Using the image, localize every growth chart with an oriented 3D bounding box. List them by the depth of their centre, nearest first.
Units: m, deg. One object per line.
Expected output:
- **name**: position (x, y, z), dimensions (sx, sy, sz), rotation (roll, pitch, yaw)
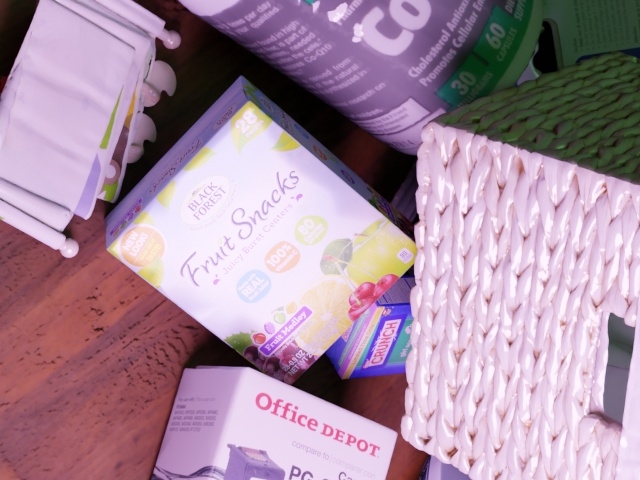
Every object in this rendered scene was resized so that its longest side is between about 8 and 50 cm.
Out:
- **growth chart**: position (-0.202, -0.106, 1.441), dimensions (0.172, 0.021, 0.237), rotation (40, 64, -42)

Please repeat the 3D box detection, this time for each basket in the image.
- **basket**: position (0.261, 0.039, 1.483), dimensions (0.331, 0.266, 0.328), rotation (-25, 125, -47)

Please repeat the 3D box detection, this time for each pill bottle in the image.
- **pill bottle**: position (-0.001, -0.242, 1.502), dimensions (0.361, 0.204, 0.204), rotation (32, 68, -28)

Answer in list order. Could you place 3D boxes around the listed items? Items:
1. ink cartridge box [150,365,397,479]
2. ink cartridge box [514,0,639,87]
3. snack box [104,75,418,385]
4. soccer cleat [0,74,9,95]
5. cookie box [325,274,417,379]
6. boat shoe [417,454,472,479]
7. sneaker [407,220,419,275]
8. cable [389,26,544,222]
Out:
- **ink cartridge box**: position (-0.054, 0.241, 1.477), dimensions (0.172, 0.100, 0.237), rotation (26, 71, -31)
- **ink cartridge box**: position (0.338, -0.194, 1.735), dimensions (0.072, 0.307, 0.304), rotation (-40, 122, -78)
- **snack box**: position (-0.047, -0.004, 1.470), dimensions (0.207, 0.070, 0.174), rotation (39, 103, -21)
- **soccer cleat**: position (-0.260, -0.094, 1.414), dimensions (0.035, 0.029, 0.083), rotation (33, 63, -23)
- **cookie box**: position (0.069, 0.077, 1.588), dimensions (0.107, 0.092, 0.040), rotation (-3, 43, -34)
- **boat shoe**: position (0.093, 0.250, 1.607), dimensions (0.065, 0.083, 0.183), rotation (47, 35, -22)
- **sneaker**: position (0.152, 0.027, 1.662), dimensions (0.170, 0.071, 0.068), rotation (27, 70, -29)
- **cable**: position (0.115, -0.119, 1.651), dimensions (0.072, 0.139, 0.287), rotation (38, 84, -5)
